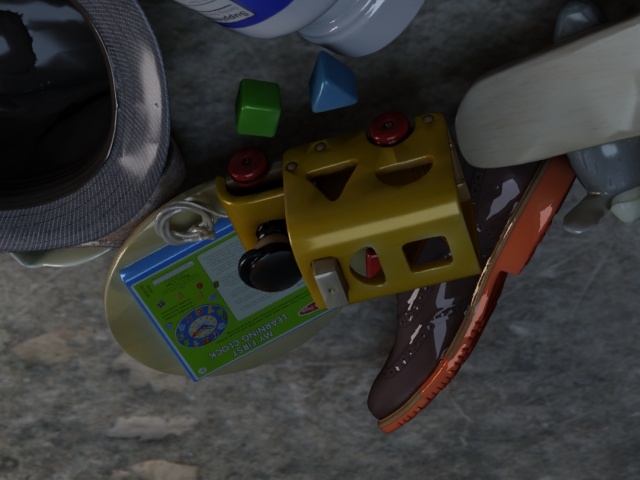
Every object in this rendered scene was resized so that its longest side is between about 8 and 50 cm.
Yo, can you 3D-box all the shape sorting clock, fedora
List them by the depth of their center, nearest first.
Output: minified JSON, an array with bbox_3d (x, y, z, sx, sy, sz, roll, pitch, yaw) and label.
[{"bbox_3d":[-0.217,-0.122,1.146,0.275,0.124,0.244,-2,116,14],"label":"fedora"},{"bbox_3d":[-0.062,0.026,1.267,0.206,0.040,0.206,-12,132,-14],"label":"shape sorting clock"}]

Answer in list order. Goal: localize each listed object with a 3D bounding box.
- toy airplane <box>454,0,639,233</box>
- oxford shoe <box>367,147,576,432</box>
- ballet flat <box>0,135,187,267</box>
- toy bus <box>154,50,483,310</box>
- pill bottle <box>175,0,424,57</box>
[{"bbox_3d":[0.325,-0.122,1.070,0.386,0.272,0.384,33,105,16],"label":"toy airplane"},{"bbox_3d":[0.091,0.027,1.272,0.098,0.097,0.271,31,116,4],"label":"oxford shoe"},{"bbox_3d":[-0.252,-0.016,1.247,0.316,0.108,0.106,-3,138,6],"label":"ballet flat"},{"bbox_3d":[0.010,-0.006,1.129,0.191,0.104,0.202,17,132,-22],"label":"toy bus"},{"bbox_3d":[-0.057,-0.216,1.036,0.272,0.152,0.152,24,125,-37],"label":"pill bottle"}]
